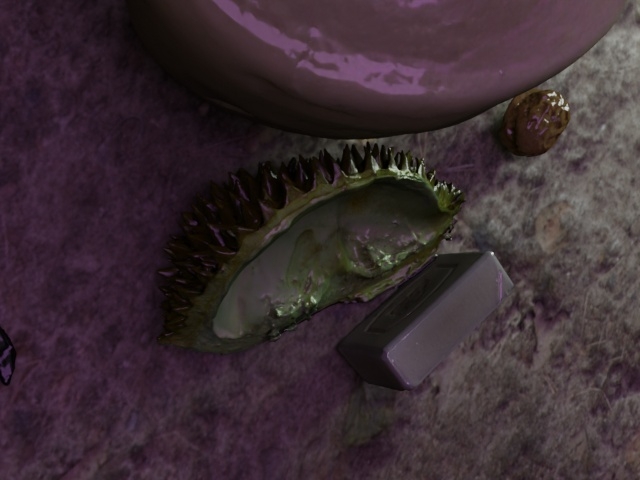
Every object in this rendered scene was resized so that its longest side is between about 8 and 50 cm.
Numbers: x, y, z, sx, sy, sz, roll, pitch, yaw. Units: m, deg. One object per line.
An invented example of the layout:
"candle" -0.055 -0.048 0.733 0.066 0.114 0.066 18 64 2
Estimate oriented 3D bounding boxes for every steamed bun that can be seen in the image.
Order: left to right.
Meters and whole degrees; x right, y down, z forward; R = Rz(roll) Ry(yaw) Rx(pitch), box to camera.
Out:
"steamed bun" 0.036 -0.238 0.836 0.455 0.371 0.290 1 89 -12

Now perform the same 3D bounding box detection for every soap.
"soap" 0.121 0.090 0.982 0.183 0.121 0.064 -41 102 -20

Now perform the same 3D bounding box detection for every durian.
"durian" 0.005 -0.001 0.928 0.394 0.163 0.198 -16 95 -28

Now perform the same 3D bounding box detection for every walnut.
"walnut" 0.270 -0.151 1.080 0.082 0.079 0.096 47 73 -15

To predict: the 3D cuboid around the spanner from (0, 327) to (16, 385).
"spanner" -0.342 -0.002 0.855 0.087 0.024 0.316 4 84 -23
